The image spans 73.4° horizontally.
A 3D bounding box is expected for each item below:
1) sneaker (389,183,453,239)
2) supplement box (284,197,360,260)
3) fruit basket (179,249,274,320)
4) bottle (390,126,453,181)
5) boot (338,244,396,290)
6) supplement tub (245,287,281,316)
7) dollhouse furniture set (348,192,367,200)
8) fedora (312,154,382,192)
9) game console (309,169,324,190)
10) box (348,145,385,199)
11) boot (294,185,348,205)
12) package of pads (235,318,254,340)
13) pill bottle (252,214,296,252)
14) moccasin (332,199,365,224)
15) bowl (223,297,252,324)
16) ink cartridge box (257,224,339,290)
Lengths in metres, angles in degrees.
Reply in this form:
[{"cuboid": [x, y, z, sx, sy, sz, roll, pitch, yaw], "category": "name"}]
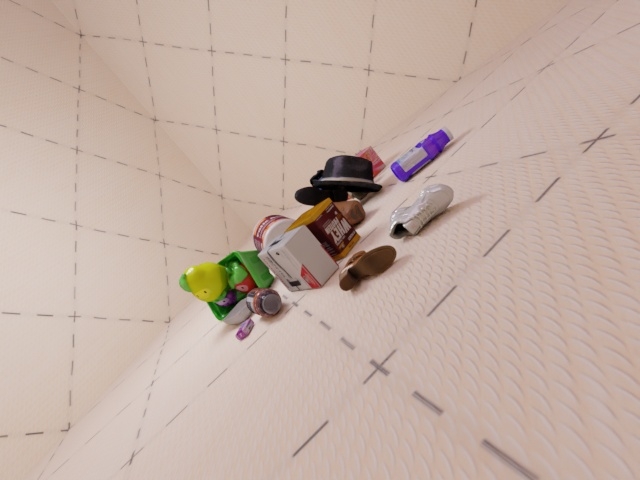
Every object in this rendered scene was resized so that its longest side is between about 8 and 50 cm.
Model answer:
[{"cuboid": [0.287, -0.068, 1.234, 0.232, 0.090, 0.115, -42, 14, 41], "category": "sneaker"}, {"cuboid": [0.006, -0.022, 1.628, 0.191, 0.194, 0.129, -26, 18, 50], "category": "supplement box"}, {"cuboid": [-0.452, 0.209, 1.977, 0.391, 0.283, 0.392, -31, -1, 0], "category": "fruit basket"}, {"cuboid": [0.432, -0.369, 1.828, 0.282, 0.092, 0.118, -38, 11, 9], "category": "bottle"}, {"cuboid": [0.132, 0.058, 1.253, 0.197, 0.073, 0.152, -34, 9, 16], "category": "boot"}, {"cuboid": [-0.206, 0.228, 1.592, 0.106, 0.106, 0.197, -44, 13, -20], "category": "supplement tub"}, {"cuboid": [0.219, -0.257, 2.243, 0.144, 0.123, 0.151, -43, 47, -11], "category": "dollhouse furniture set"}, {"cuboid": [0.130, -0.317, 2.029, 0.333, 0.153, 0.334, 4, 1, 0], "category": "fedora"}, {"cuboid": [0.014, -0.298, 2.494, 0.213, 0.044, 0.361, -49, -22, -1], "category": "game console"}, {"cuboid": [0.203, -0.376, 2.426, 0.300, 0.154, 0.142, -44, 12, -22], "category": "box"}, {"cuboid": [-0.003, -0.197, 2.147, 0.263, 0.096, 0.280, -8, -7, -6], "category": "boot"}, {"cuboid": [-0.286, 0.335, 1.623, 0.050, 0.032, 0.083, -38, 12, 22], "category": "package of pads"}, {"cuboid": [-0.198, -0.007, 2.050, 0.224, 0.224, 0.392, -42, 18, -10], "category": "pill bottle"}, {"cuboid": [0.050, -0.086, 1.918, 0.146, 0.139, 0.380, -36, 18, -24], "category": "moccasin"}, {"cuboid": [-0.334, 0.304, 1.834, 0.142, 0.053, 0.142, -30, 16, 43], "category": "bowl"}, {"cuboid": [-0.088, 0.073, 1.564, 0.114, 0.197, 0.272, -46, 13, -25], "category": "ink cartridge box"}]
